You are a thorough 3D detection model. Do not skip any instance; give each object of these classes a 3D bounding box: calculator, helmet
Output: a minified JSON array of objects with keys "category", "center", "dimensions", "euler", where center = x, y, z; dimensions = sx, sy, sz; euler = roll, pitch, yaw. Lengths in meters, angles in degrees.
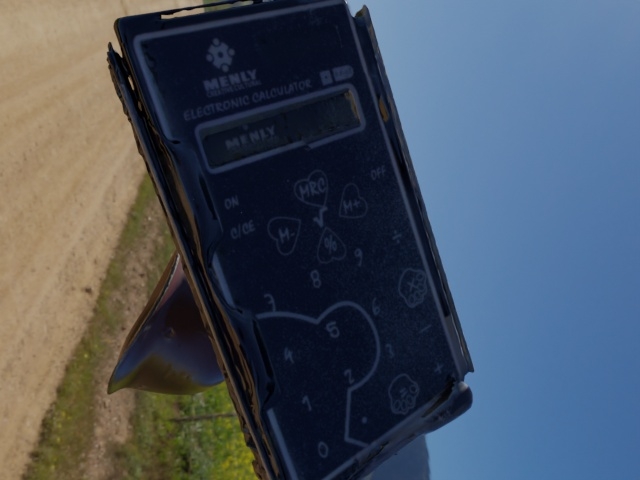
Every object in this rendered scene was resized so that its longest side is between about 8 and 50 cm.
[{"category":"calculator","center":[0.000,0.000,0.361],"dimensions":[0.028,0.165,0.274],"euler":[-4,-73,57]},{"category":"helmet","center":[-0.108,0.075,0.563],"dimensions":[0.155,0.106,0.175],"euler":[-60,-171,17]}]
